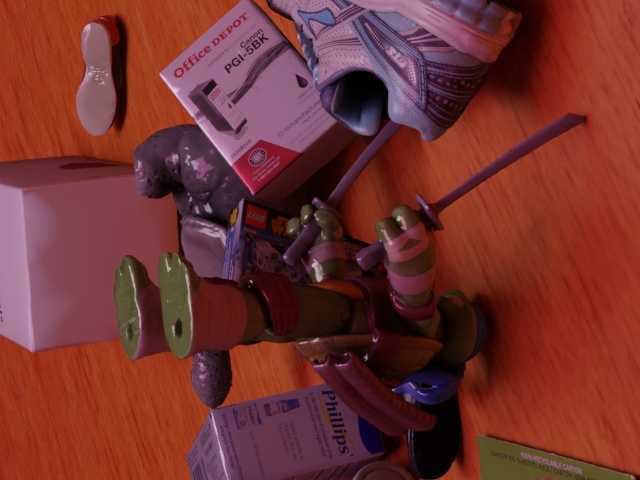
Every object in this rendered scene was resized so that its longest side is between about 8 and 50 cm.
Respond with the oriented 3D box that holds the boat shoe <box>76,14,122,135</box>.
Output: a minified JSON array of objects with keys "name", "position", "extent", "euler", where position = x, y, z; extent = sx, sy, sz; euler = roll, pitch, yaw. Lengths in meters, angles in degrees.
[{"name":"boat shoe","position":[-0.245,-0.185,1.689],"extent":[0.043,0.049,0.137],"euler":[-61,-23,-63]}]

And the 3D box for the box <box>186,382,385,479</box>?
[{"name":"box","position":[-0.032,0.180,1.279],"extent":[0.126,0.137,0.072],"euler":[120,136,-62]}]

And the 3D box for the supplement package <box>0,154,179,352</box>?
[{"name":"supplement package","position":[-0.292,0.005,1.678],"extent":[0.293,0.178,0.175],"euler":[13,108,59]}]

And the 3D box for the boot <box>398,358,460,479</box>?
[{"name":"boot","position":[0.065,0.127,1.204],"extent":[0.099,0.045,0.121],"euler":[-6,84,59]}]

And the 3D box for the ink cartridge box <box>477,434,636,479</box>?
[{"name":"ink cartridge box","position":[0.137,0.282,1.061],"extent":[0.189,0.097,0.255],"euler":[5,102,61]}]

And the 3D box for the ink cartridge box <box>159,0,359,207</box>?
[{"name":"ink cartridge box","position":[-0.048,-0.110,1.198],"extent":[0.099,0.056,0.135],"euler":[-41,71,6]}]

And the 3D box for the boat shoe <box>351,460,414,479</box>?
[{"name":"boat shoe","position":[0.064,0.296,1.218],"extent":[0.068,0.081,0.227],"euler":[129,134,-57]}]

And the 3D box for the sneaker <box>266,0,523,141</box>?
[{"name":"sneaker","position":[0.021,-0.147,1.102],"extent":[0.283,0.110,0.122],"euler":[29,96,59]}]

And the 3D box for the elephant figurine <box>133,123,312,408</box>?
[{"name":"elephant figurine","position":[-0.058,0.012,1.301],"extent":[0.186,0.169,0.239],"euler":[74,-178,-84]}]

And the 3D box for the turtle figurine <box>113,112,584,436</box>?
[{"name":"turtle figurine","position":[0.000,0.000,1.067],"extent":[0.198,0.266,0.274],"euler":[47,133,49]}]

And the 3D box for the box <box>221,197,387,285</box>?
[{"name":"box","position":[-0.012,0.032,1.185],"extent":[0.027,0.137,0.094],"euler":[-37,40,52]}]
